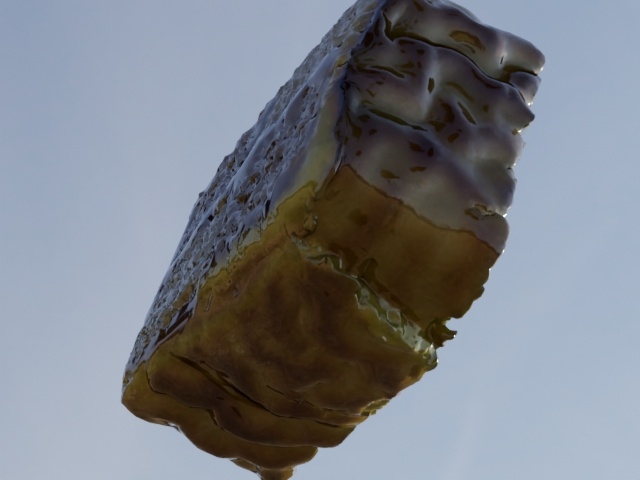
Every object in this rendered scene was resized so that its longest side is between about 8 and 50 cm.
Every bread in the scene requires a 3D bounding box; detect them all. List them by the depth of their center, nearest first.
[{"bbox_3d":[0.000,0.000,0.827,0.096,0.181,0.222,31,-43,-11],"label":"bread"}]
